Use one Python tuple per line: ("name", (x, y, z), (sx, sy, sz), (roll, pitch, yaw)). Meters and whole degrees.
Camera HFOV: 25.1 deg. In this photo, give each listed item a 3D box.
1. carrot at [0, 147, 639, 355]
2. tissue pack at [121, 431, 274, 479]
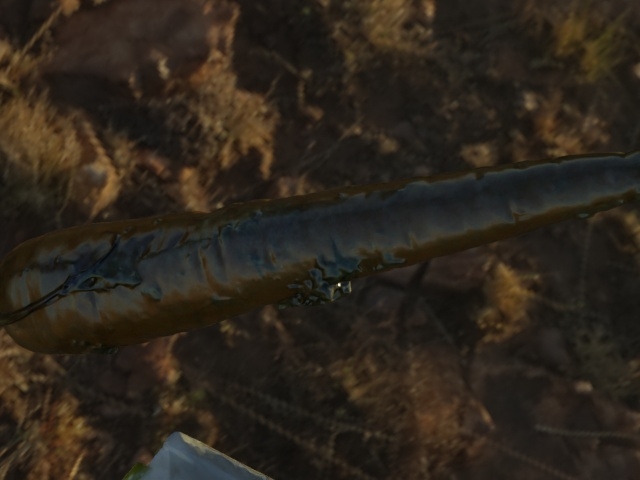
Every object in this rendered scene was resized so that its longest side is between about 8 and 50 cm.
("carrot", (0.000, 0.000, 0.482), (0.049, 0.255, 0.049), (-12, 90, -73))
("tissue pack", (-0.029, 0.161, 0.506), (0.106, 0.148, 0.099), (24, 53, 25))
